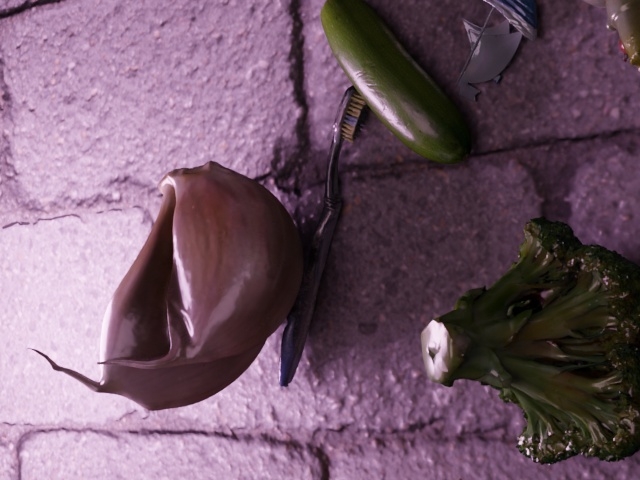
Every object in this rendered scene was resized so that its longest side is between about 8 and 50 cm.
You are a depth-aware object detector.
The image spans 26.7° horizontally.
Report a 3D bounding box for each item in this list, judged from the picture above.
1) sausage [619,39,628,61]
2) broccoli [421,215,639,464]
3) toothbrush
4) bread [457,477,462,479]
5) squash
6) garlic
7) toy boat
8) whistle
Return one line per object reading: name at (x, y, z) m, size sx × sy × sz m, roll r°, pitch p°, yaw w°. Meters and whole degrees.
sausage at (0.370, -0.294, 1.440) m, size 0.029 × 0.029 × 0.223 m, roll 34°, pitch 112°, yaw 34°
broccoli at (0.232, 0.120, 1.417) m, size 0.269 × 0.269 × 0.254 m, roll 28°, pitch 115°, yaw 36°
toothbrush at (0.000, 0.000, 1.758) m, size 0.042 × 0.035 × 0.413 m, roll 24°, pitch 106°, yaw 34°
bread at (0.188, 0.509, 1.597) m, size 0.248 × 0.279 × 0.315 m, roll 21°, pitch 62°, yaw 37°
squash at (0.082, -0.200, 1.653) m, size 0.082 × 0.082 × 0.292 m, roll -52°, pitch 60°, yaw 29°
garlic at (-0.158, 0.076, 1.724) m, size 0.340 × 0.246 × 0.231 m, roll -54°, pitch 17°, yaw -21°
toy boat at (0.205, -0.233, 1.579) m, size 0.105 × 0.034 × 0.149 m, roll 18°, pitch 102°, yaw 41°
whistle at (0.316, -0.265, 1.433) m, size 0.104 × 0.057 × 0.198 m, roll -47°, pitch 41°, yaw 45°
